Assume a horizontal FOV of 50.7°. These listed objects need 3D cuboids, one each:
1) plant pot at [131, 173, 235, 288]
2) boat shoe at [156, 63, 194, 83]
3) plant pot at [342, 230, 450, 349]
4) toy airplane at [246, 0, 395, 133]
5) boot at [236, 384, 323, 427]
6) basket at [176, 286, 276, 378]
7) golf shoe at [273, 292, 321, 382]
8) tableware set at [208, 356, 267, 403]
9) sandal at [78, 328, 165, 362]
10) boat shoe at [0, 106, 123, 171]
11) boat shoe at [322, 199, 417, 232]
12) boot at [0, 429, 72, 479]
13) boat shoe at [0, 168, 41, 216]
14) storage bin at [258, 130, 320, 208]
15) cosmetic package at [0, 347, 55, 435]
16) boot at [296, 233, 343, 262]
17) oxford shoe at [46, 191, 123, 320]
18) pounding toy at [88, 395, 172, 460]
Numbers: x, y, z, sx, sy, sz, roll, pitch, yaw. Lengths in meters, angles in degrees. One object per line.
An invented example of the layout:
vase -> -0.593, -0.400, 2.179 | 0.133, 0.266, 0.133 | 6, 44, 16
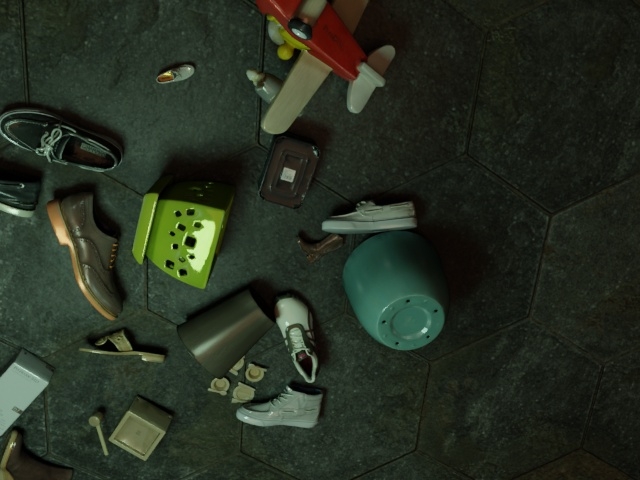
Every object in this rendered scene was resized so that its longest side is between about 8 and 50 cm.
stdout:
plant pot -> -0.353, -0.038, 1.737 | 0.207, 0.228, 0.227 | 16, 109, -7
boat shoe -> -0.363, -0.414, 1.686 | 0.100, 0.035, 0.035 | -14, 112, -1
plant pot -> 0.221, 0.158, 1.850 | 0.293, 0.235, 0.293 | -4, 121, -6
toy airplane -> -0.006, -0.480, 1.615 | 0.386, 0.272, 0.384 | -28, 130, -35
boot -> -0.120, 0.489, 2.045 | 0.258, 0.095, 0.123 | 8, 104, -19
basket -> -0.252, 0.247, 1.898 | 0.227, 0.154, 0.204 | -38, 113, 4
golf shoe -> -0.057, 0.279, 1.949 | 0.105, 0.120, 0.273 | -21, 111, 3
tableware set -> -0.247, 0.415, 2.029 | 0.141, 0.020, 0.169 | 23, 107, -15
sandal -> -0.559, 0.293, 1.927 | 0.240, 0.088, 0.079 | 13, 78, -19
boat shoe -> -0.651, -0.241, 1.679 | 0.306, 0.105, 0.113 | 23, 106, -15
boat shoe -> 0.134, -0.069, 1.855 | 0.267, 0.096, 0.088 | -4, 82, -4
boot -> -0.856, 0.681, 2.037 | 0.207, 0.090, 0.248 | 10, 108, -24
boat shoe -> -0.858, -0.176, 1.668 | 0.340, 0.127, 0.113 | 27, 104, -18
storage bin -> -0.085, -0.187, 1.783 | 0.122, 0.084, 0.180 | 16, 107, -13
cosmetic package -> -0.880, 0.432, 1.922 | 0.117, 0.085, 0.231 | 39, 103, -19
boot -> 0.000, 0.000, 1.890 | 0.114, 0.037, 0.106 | -29, 125, 8
oxford shoe -> -0.587, 0.045, 1.790 | 0.132, 0.130, 0.364 | -21, 114, -7
pounding toy -> -0.578, 0.553, 2.007 | 0.206, 0.094, 0.181 | 33, 109, -8
